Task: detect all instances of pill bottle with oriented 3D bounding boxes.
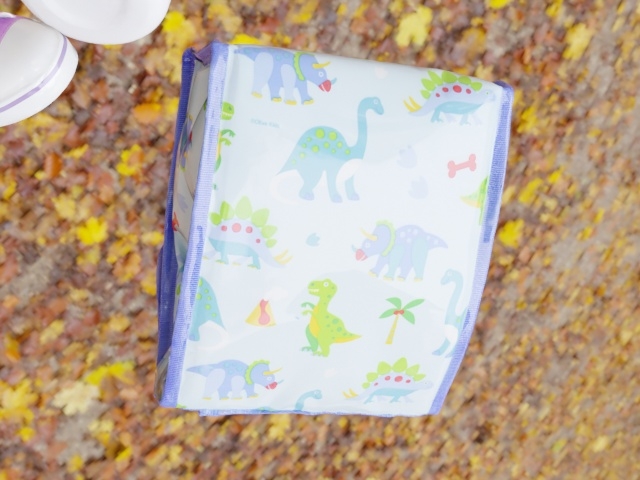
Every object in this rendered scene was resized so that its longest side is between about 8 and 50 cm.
[{"bbox_3d":[-0.233,-0.397,1.135,0.181,0.181,0.323,65,29,-52],"label":"pill bottle"}]

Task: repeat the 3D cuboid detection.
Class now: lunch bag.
[{"bbox_3d":[0.000,0.000,0.413,0.128,0.096,0.151,4,95,-16],"label":"lunch bag"}]

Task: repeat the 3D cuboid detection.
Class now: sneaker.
[{"bbox_3d":[-0.348,-0.173,0.788,0.161,0.282,0.102,64,36,-60],"label":"sneaker"}]
